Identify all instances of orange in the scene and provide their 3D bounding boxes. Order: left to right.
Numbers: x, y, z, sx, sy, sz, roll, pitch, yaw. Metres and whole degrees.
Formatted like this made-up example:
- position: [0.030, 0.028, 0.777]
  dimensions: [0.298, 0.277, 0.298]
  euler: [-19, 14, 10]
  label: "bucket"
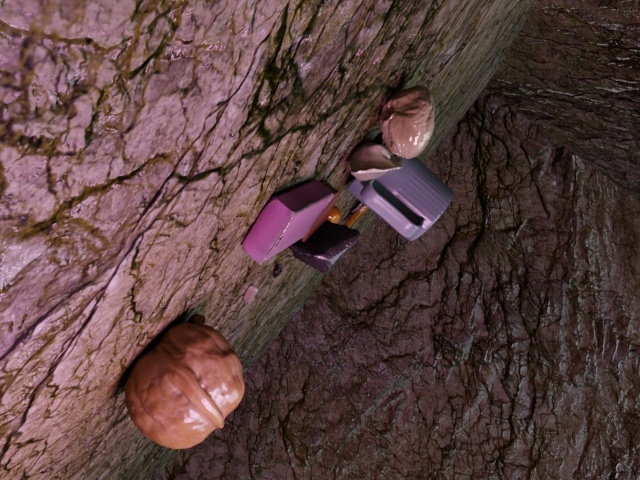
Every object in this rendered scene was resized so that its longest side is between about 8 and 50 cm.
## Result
- position: [0.034, -0.094, 1.856]
  dimensions: [0.083, 0.070, 0.083]
  euler: [-39, 159, -17]
  label: "orange"

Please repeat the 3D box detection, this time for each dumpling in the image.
- position: [0.179, -0.250, 1.626]
  dimensions: [0.216, 0.167, 0.126]
  euler: [-11, 108, -71]
  label: "dumpling"

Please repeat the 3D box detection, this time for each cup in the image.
- position: [0.293, -0.180, 1.822]
  dimensions: [0.256, 0.311, 0.331]
  euler: [-50, -177, 4]
  label: "cup"

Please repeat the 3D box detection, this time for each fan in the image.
- position: [-0.387, 0.409, 2.070]
  dimensions: [0.182, 0.010, 0.310]
  euler: [-50, 172, 3]
  label: "fan"

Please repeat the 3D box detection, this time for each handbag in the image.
- position: [-0.018, -0.095, 1.578]
  dimensions: [0.151, 0.072, 0.193]
  euler: [-45, 168, -32]
  label: "handbag"
- position: [0.000, 0.000, 1.664]
  dimensions: [0.175, 0.270, 0.088]
  euler: [-46, 128, -17]
  label: "handbag"

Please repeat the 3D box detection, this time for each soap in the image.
- position: [-0.082, -0.058, 1.358]
  dimensions: [0.181, 0.081, 0.259]
  euler: [-53, 172, 29]
  label: "soap"

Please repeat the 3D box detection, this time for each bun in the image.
- position: [0.251, -0.354, 1.518]
  dimensions: [0.220, 0.134, 0.220]
  euler: [-171, -90, -73]
  label: "bun"

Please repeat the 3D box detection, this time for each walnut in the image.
- position: [-0.338, 0.369, 1.290]
  dimensions: [0.296, 0.285, 0.285]
  euler: [-41, 169, -19]
  label: "walnut"

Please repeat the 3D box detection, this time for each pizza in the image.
- position: [0.195, -0.151, 2.515]
  dimensions: [0.201, 0.053, 0.193]
  euler: [-48, 174, 23]
  label: "pizza"

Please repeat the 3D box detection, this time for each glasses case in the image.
- position: [-0.242, 0.184, 1.758]
  dimensions: [0.021, 0.032, 0.083]
  euler: [-45, 171, -50]
  label: "glasses case"

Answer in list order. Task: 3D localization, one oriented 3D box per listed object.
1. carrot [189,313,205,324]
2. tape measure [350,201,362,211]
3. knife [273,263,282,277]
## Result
- position: [-0.366, 0.271, 1.436]
  dimensions: [0.055, 0.055, 0.161]
  euler: [-37, 158, -58]
  label: "carrot"
- position: [0.233, -0.215, 2.331]
  dimensions: [0.164, 0.084, 0.330]
  euler: [-41, 167, -29]
  label: "tape measure"
- position: [-0.162, 0.112, 1.902]
  dimensions: [0.045, 0.021, 0.222]
  euler: [-48, 176, -11]
  label: "knife"
